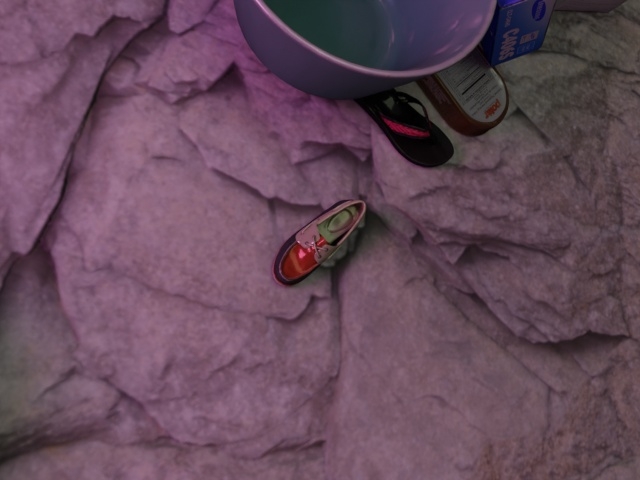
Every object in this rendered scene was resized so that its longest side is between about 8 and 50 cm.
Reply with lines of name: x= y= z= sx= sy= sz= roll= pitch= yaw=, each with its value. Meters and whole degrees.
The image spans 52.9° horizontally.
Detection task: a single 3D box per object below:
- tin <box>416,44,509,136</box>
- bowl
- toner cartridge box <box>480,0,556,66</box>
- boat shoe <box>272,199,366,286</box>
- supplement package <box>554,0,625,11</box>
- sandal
tin: x=0.183 y=-0.230 z=0.878 sx=0.106 sy=0.040 sz=0.189 roll=-42 pitch=98 yaw=-22
bowl: x=0.024 y=-0.286 z=0.732 sx=0.311 sy=0.163 sz=0.311 roll=6 pitch=71 yaw=-19
toner cartridge box: x=0.200 y=-0.421 z=0.830 sx=0.075 sy=0.165 sz=0.348 roll=-19 pitch=79 yaw=9
boat shoe: x=0.000 y=0.000 z=0.735 sx=0.137 sy=0.043 sz=0.049 roll=-42 pitch=100 yaw=-25
supplement package: x=0.459 y=-0.458 z=0.941 sx=0.134 sy=0.244 sz=0.139 roll=-8 pitch=83 yaw=-26
sandal: x=0.103 y=-0.160 z=0.820 sx=0.179 sy=0.040 sz=0.067 roll=41 pitch=64 yaw=-12
